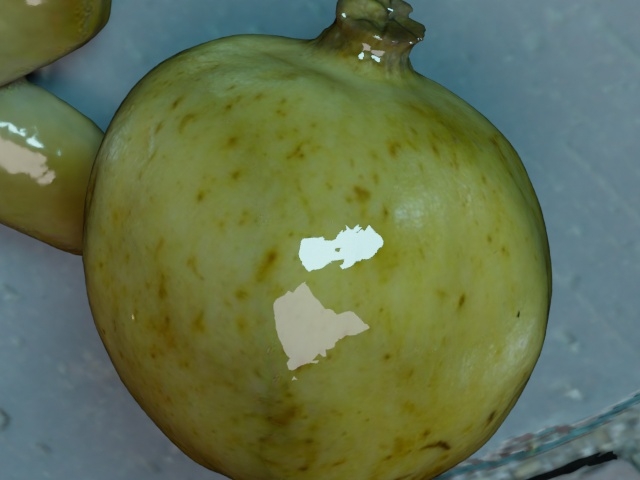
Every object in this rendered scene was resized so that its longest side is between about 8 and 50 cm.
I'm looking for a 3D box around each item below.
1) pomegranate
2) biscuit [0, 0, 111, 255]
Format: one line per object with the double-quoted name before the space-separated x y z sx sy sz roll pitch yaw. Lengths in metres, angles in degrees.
"pomegranate" 0.000 0.000 0.681 0.196 0.196 0.196 1 123 2
"biscuit" -0.184 -0.064 0.724 0.207 0.047 0.164 1 124 1
